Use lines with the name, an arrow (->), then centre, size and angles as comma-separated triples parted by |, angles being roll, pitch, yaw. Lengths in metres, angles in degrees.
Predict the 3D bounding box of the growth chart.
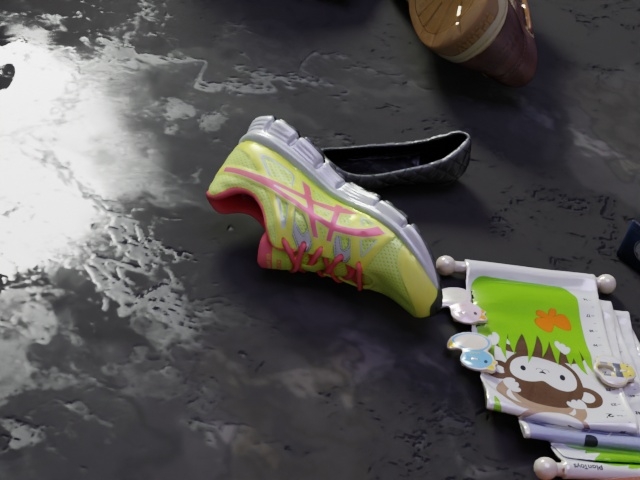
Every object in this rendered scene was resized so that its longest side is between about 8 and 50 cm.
growth chart -> 0.180, 0.091, 0.832 | 0.172, 0.021, 0.237 | 2, 38, -16

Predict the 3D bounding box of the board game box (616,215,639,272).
board game box -> 0.390, 0.042, 0.937 | 0.165, 0.042, 0.243 | -24, 54, -36

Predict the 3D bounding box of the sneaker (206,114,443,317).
sneaker -> 0.000, 0.000, 0.859 | 0.208, 0.081, 0.094 | 38, 69, 20

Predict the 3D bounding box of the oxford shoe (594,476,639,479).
oxford shoe -> 0.114, 0.219, 0.625 | 0.397, 0.140, 0.146 | -7, 78, -31

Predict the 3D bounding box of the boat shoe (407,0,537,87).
boat shoe -> 0.157, -0.271, 1.190 | 0.123, 0.123, 0.342 | 31, 27, -27

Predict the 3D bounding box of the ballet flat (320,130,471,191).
ballet flat -> 0.046, -0.069, 0.959 | 0.173, 0.049, 0.057 | -7, 44, -23
